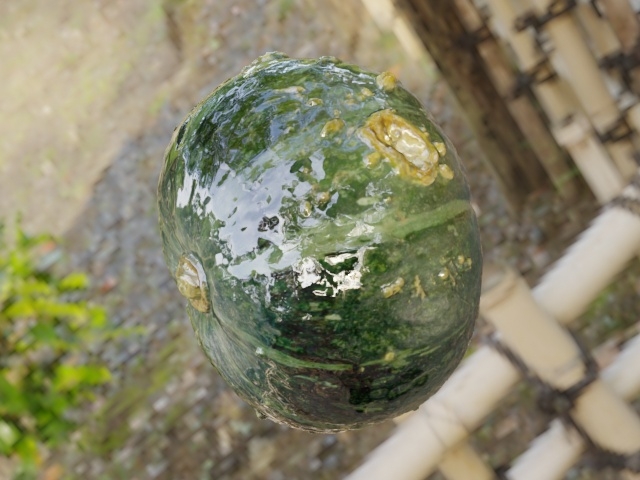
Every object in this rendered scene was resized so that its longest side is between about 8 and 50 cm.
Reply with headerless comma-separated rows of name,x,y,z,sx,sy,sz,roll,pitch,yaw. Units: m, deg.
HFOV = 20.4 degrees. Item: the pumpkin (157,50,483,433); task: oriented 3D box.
pumpkin,0.000,0.002,0.878,0.146,0.190,0.190,-34,23,-23
